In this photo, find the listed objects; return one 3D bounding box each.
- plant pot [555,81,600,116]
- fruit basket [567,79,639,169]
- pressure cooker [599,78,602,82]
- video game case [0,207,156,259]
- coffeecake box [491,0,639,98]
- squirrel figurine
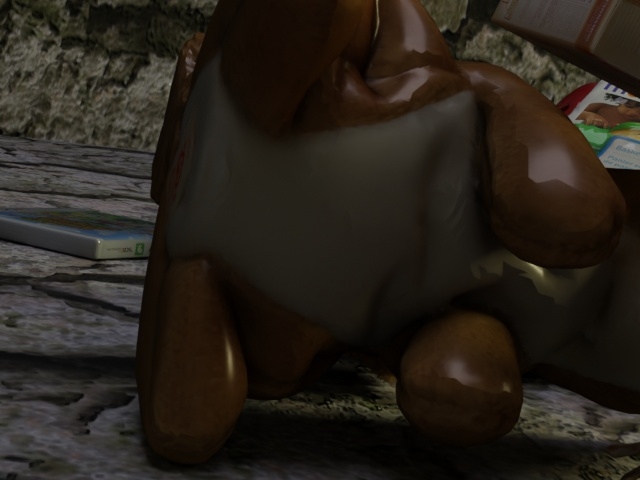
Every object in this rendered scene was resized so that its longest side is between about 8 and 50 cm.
[{"bbox_3d":[0.297,-0.053,1.871,0.174,0.191,0.191,-42,32,-25],"label":"plant pot"},{"bbox_3d":[0.350,-0.058,1.517,0.327,0.165,0.353,20,49,28],"label":"fruit basket"},{"bbox_3d":[0.587,-0.119,2.071,0.420,0.375,0.370,5,3,-16],"label":"pressure cooker"},{"bbox_3d":[-0.242,-0.010,1.726,0.212,0.023,0.193,11,7,35],"label":"video game case"},{"bbox_3d":[0.197,-0.116,0.960,0.142,0.068,0.185,25,7,-15],"label":"coffeecake box"},{"bbox_3d":[0.092,-0.010,1.002,0.370,0.281,0.397,12,7,-13],"label":"squirrel figurine"}]
